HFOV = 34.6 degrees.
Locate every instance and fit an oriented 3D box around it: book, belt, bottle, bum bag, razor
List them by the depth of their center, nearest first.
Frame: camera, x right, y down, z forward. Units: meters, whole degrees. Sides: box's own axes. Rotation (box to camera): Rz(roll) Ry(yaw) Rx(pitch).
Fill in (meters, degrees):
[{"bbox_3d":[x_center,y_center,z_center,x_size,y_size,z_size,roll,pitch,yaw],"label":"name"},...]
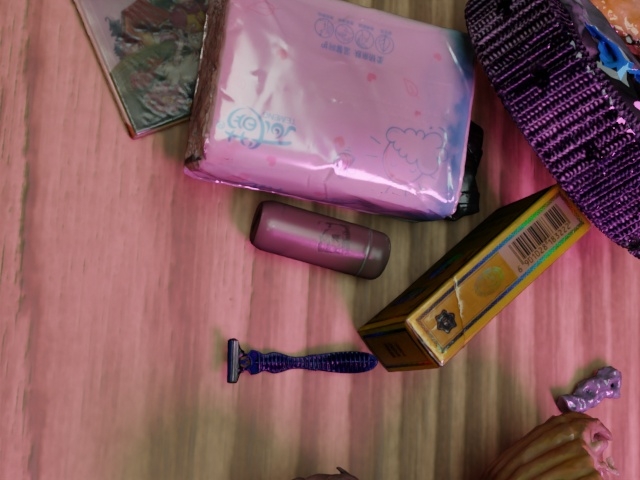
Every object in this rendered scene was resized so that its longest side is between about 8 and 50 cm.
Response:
[{"bbox_3d":[-0.019,0.121,1.031,0.154,0.028,0.044,2,80,-15],"label":"razor"},{"bbox_3d":[0.000,0.000,1.045,0.140,0.053,0.053,16,76,-14],"label":"bottle"},{"bbox_3d":[0.273,-0.138,1.051,0.325,0.122,0.260,48,28,-15],"label":"belt"},{"bbox_3d":[-0.153,-0.288,1.071,0.228,0.018,0.323,-23,88,-19],"label":"book"},{"bbox_3d":[0.148,-0.080,1.113,0.057,0.034,0.125,10,77,-5],"label":"bum bag"}]

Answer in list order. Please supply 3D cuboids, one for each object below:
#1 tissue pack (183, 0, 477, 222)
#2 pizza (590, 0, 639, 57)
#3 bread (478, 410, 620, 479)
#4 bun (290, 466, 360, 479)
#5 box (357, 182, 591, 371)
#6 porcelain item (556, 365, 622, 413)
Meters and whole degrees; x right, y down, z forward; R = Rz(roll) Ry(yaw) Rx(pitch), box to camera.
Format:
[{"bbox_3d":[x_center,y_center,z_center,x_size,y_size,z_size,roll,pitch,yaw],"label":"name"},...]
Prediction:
[{"bbox_3d":[0.012,-0.136,1.027,0.271,0.124,0.202,10,80,-18],"label":"tissue pack"},{"bbox_3d":[0.386,-0.345,1.210,0.435,0.080,0.392,-34,91,-18],"label":"pizza"},{"bbox_3d":[0.227,0.299,0.963,0.149,0.274,0.274,-7,82,5],"label":"bread"},{"bbox_3d":[0.018,0.324,0.906,0.281,0.282,0.205,24,32,-11],"label":"bun"},{"bbox_3d":[0.152,0.041,1.037,0.220,0.141,0.064,-38,94,-20],"label":"box"},{"bbox_3d":[0.296,0.163,1.118,0.083,0.028,0.036,-23,104,-20],"label":"porcelain item"}]
